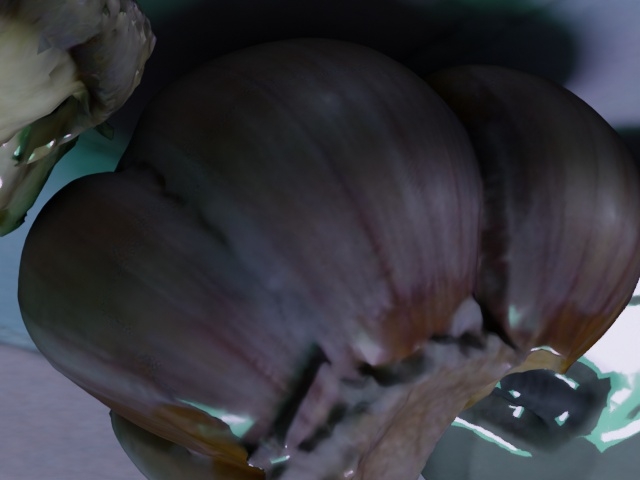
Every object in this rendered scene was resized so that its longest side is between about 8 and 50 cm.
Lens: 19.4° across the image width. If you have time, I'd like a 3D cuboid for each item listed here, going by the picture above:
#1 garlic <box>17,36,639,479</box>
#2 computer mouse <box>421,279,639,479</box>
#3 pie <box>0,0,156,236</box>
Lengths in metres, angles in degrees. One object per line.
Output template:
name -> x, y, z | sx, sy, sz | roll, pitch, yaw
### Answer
garlic -> 0.000, 0.000, 0.678 | 0.214, 0.191, 0.160 | -46, 136, -4
computer mouse -> 0.226, 0.090, 0.902 | 0.429, 0.145, 0.228 | 24, 126, -29
pie -> -0.210, -0.065, 0.575 | 0.339, 0.077, 0.339 | 4, 163, 1
